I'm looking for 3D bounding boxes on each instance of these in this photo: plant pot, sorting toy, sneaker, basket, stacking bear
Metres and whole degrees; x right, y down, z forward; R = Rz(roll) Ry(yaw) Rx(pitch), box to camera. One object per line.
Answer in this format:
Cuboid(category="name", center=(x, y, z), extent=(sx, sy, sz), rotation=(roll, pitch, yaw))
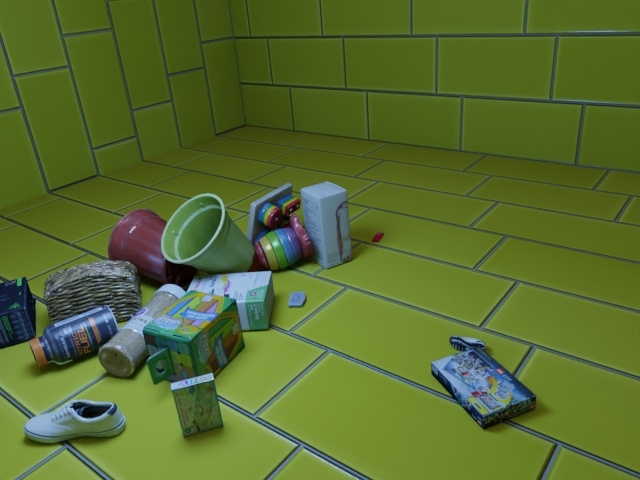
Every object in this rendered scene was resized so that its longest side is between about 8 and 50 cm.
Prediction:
Cuboid(category="plant pot", center=(-0.378, 0.016, 1.948), extent=(0.276, 0.254, 0.276), rotation=(-17, 52, 24))
Cuboid(category="sorting toy", center=(-0.187, -0.072, 2.256), extent=(0.089, 0.257, 0.255), rotation=(27, 37, 22))
Cuboid(category="sneaker", center=(-0.636, 0.453, 1.405), extent=(0.258, 0.091, 0.094), rotation=(-5, 25, -1))
Cuboid(category="basket", center=(-0.790, 0.162, 1.902), extent=(0.299, 0.213, 0.223), rotation=(-12, 27, -14))
Cuboid(category="sneaker", center=(0.432, 0.303, 1.599), extent=(0.109, 0.040, 0.043), rotation=(13, 14, 26))
Cuboid(category="plant pot", center=(-0.615, 0.044, 2.092), extent=(0.265, 0.272, 0.272), rotation=(20, 34, 28))
Cuboid(category="stacking bear", center=(-0.192, 0.043, 2.113), extent=(0.289, 0.164, 0.175), rotation=(-22, 53, -11))

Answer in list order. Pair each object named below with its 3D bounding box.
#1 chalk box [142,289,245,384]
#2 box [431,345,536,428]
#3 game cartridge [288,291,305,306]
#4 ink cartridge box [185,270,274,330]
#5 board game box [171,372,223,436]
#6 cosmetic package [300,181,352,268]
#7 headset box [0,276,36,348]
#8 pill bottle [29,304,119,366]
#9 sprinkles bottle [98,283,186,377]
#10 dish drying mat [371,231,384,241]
Cuboid(category="chalk box", center=(-0.381, 0.300, 1.583), extent=(0.179, 0.180, 0.289), rotation=(8, 29, 25))
Cuboid(category="box", center=(0.420, 0.377, 1.428), extent=(0.159, 0.044, 0.233), rotation=(-14, 27, -17))
Cuboid(category="game cartridge", center=(-0.081, 0.207, 1.909), extent=(0.056, 0.017, 0.083), rotation=(-5, 25, 9))
Cuboid(category="ink cartridge box", center=(-0.306, 0.205, 1.835), extent=(0.278, 0.117, 0.201), rotation=(-4, 25, 4))
Cuboid(category="board game box", center=(-0.306, 0.411, 1.361), extent=(0.103, 0.154, 0.026), rotation=(-11, 27, -14))
Cuboid(category="cosmetic package", center=(0.025, -0.061, 2.122), extent=(0.129, 0.296, 0.153), rotation=(-19, 29, -25))
Cuboid(category="headset box", center=(-1.114, 0.259, 1.852), extent=(0.283, 0.131, 0.246), rotation=(-15, 28, -21))
Cuboid(category="pill bottle", center=(-0.765, 0.304, 1.699), extent=(0.245, 0.130, 0.130), rotation=(-22, 30, -30))
Cuboid(category="sprinkles bottle", center=(-0.548, 0.276, 1.728), extent=(0.121, 0.121, 0.355), rotation=(3, 27, 16))
Cuboid(category="dish drying mat", center=(0.244, -0.015, 2.321), extent=(0.032, 0.008, 0.083), rotation=(7, 28, 22))
